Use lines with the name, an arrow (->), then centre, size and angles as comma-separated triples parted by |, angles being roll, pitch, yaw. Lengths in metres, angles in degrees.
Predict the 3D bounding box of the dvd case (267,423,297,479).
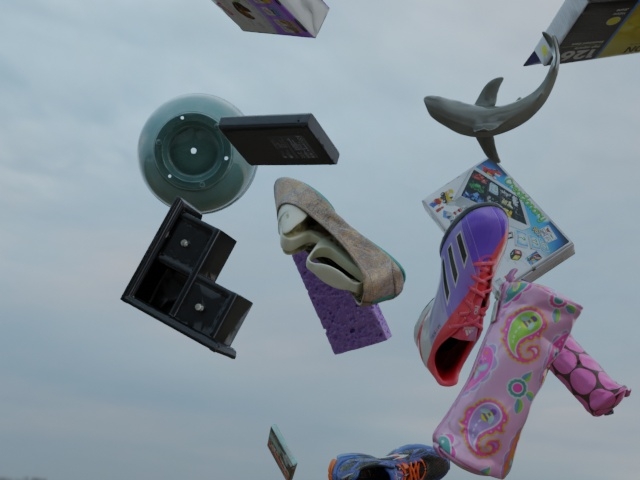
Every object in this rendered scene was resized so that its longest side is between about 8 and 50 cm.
dvd case -> -0.073, 0.405, 1.707 | 0.013, 0.087, 0.119 | -24, -25, -18

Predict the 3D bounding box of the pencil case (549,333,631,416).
pencil case -> 0.501, 0.242, 1.749 | 0.098, 0.209, 0.095 | -25, -34, -19

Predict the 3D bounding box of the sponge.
sponge -> 0.037, 0.097, 1.631 | 0.117, 0.210, 0.031 | -21, 4, 32

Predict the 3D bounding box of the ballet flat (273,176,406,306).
ballet flat -> 0.000, 0.000, 1.478 | 0.316, 0.106, 0.108 | 37, -38, 32

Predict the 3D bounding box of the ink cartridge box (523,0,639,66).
ink cartridge box -> 0.601, -0.424, 1.800 | 0.303, 0.072, 0.307 | -10, -20, -11

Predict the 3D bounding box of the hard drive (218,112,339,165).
hard drive -> -0.054, -0.129, 1.171 | 0.135, 0.022, 0.094 | 2, -27, 28

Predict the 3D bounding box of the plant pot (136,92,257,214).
plant pot -> -0.288, -0.203, 2.075 | 0.293, 0.293, 0.196 | 7, 3, -4

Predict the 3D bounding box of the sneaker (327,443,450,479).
sneaker -> 0.128, 0.413, 1.580 | 0.221, 0.083, 0.087 | -6, 4, -15

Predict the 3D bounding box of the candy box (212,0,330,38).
candy box -> -0.110, -0.443, 1.619 | 0.196, 0.070, 0.165 | 18, -12, 41

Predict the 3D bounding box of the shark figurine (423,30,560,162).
shark figurine -> 0.307, -0.222, 1.511 | 0.278, 0.166, 0.116 | -26, 3, 36

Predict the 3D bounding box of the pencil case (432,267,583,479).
pencil case -> 0.257, 0.188, 1.256 | 0.124, 0.284, 0.124 | 25, -5, 2

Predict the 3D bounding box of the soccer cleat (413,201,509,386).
soccer cleat -> 0.228, 0.087, 1.402 | 0.108, 0.116, 0.318 | 5, -53, -15

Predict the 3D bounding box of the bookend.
bookend -> -0.151, 0.049, 1.183 | 0.157, 0.156, 0.072 | 26, -6, 21

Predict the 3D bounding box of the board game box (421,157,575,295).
board game box -> 0.383, -0.031, 1.967 | 0.193, 0.305, 0.053 | -33, -36, -1
